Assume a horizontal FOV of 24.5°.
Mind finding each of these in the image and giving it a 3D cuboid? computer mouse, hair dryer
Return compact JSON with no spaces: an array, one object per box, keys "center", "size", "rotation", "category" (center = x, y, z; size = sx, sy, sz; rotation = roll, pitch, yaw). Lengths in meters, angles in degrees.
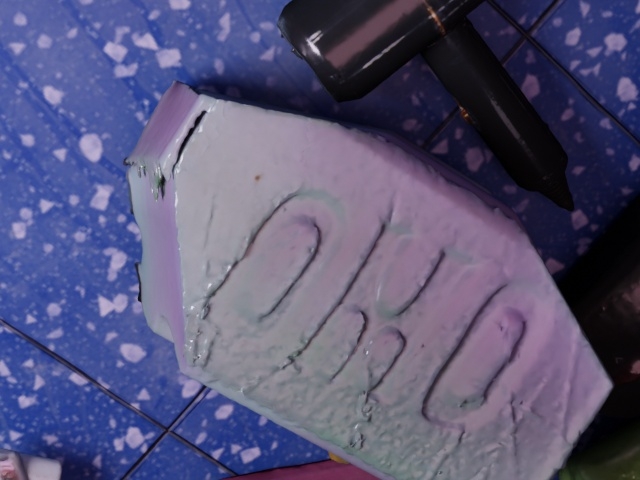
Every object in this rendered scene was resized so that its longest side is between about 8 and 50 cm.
[{"center":[0.337,0.055,1.432],"size":[0.170,0.100,0.269],"rotation":[36,99,-24],"category":"computer mouse"},{"center":[0.127,-0.124,1.298],"size":[0.189,0.107,0.352],"rotation":[-38,123,5],"category":"hair dryer"}]

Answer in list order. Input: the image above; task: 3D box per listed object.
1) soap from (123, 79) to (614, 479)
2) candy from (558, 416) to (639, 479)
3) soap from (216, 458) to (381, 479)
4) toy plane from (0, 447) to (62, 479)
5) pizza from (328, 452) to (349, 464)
[{"center":[0.034,0.042,1.265],"size":[0.446,0.156,0.261],"rotation":[31,97,-18],"category":"soap"},{"center":[0.411,0.209,1.511],"size":[0.343,0.132,0.142],"rotation":[-25,88,-7],"category":"candy"},{"center":[0.021,0.324,1.443],"size":[0.325,0.127,0.220],"rotation":[-12,115,-10],"category":"soap"},{"center":[-0.323,0.291,1.334],"size":[0.252,0.118,0.252],"rotation":[-8,117,-15],"category":"toy plane"},{"center":[0.126,0.146,1.430],"size":[0.262,0.034,0.181],"rotation":[15,94,-24],"category":"pizza"}]
